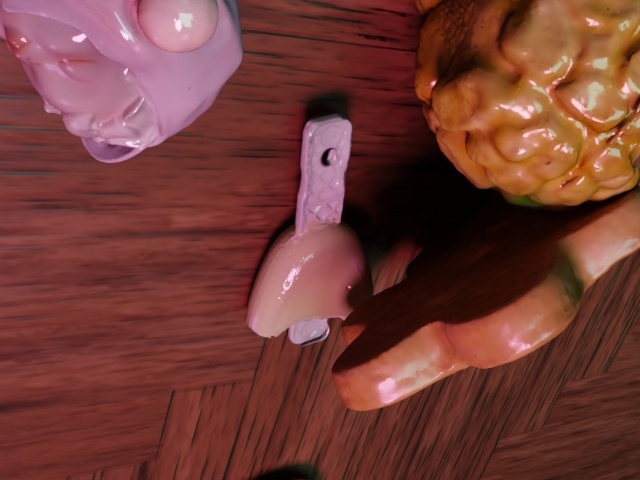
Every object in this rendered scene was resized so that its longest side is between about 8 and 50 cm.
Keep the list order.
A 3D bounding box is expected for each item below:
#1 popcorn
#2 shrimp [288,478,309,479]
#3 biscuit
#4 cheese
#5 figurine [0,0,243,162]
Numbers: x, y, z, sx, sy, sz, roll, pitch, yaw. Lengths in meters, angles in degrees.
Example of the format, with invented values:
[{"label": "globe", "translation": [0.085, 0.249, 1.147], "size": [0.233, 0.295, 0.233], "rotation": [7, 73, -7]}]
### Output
[{"label": "popcorn", "translation": [0.170, -0.140, 0.644], "size": [0.250, 0.250, 0.190], "rotation": [-46, 120, 2]}, {"label": "shrimp", "translation": [-0.099, 0.323, 0.908], "size": [0.248, 0.068, 0.150], "rotation": [-13, 134, -35]}, {"label": "biscuit", "translation": [0.145, 0.024, 0.714], "size": [0.275, 0.052, 0.355], "rotation": [-27, -173, 29]}, {"label": "cheese", "translation": [0.000, -0.001, 0.744], "size": [0.127, 0.050, 0.235], "rotation": [-13, 129, -28]}, {"label": "figurine", "translation": [-0.127, -0.156, 0.448], "size": [0.133, 0.200, 0.276], "rotation": [-58, 149, -23]}]
